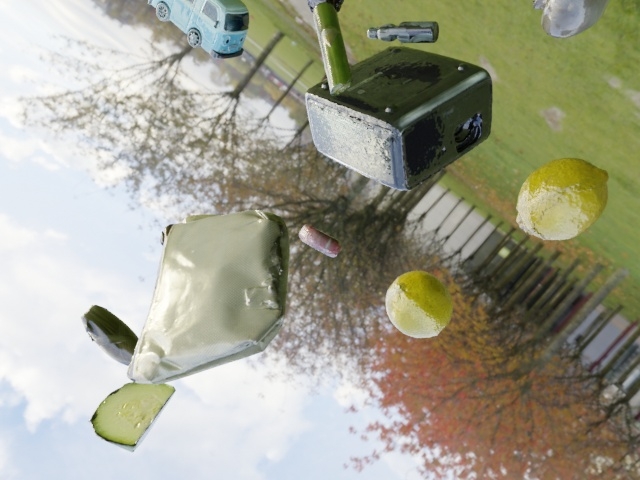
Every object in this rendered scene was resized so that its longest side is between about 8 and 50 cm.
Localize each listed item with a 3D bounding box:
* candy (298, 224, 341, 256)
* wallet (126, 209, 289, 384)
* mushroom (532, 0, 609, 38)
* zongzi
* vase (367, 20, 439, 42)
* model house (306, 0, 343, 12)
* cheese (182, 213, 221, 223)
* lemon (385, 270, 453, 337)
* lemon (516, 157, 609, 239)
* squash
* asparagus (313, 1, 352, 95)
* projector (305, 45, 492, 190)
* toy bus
[{"bbox_3d":[0.000,0.000,1.336,0.103,0.043,0.103,29,-177,-1],"label":"candy"},{"bbox_3d":[-0.177,0.074,0.948,0.068,0.275,0.335,55,-152,-43],"label":"wallet"},{"bbox_3d":[0.519,-0.513,1.164,0.141,0.188,0.117,22,177,7],"label":"mushroom"},{"bbox_3d":[-0.659,0.310,1.861,0.221,0.112,0.242,52,156,-23],"label":"zongzi"},{"bbox_3d":[0.233,-0.602,1.679,0.212,0.059,0.060,10,176,26],"label":"vase"},{"bbox_3d":[-0.010,-0.734,1.637,0.203,0.141,0.164,32,147,8],"label":"model house"},{"bbox_3d":[-0.247,0.008,1.531,0.263,0.159,0.093,2,162,9],"label":"cheese"},{"bbox_3d":[0.262,0.170,1.566,0.203,0.178,0.178,39,-172,-37],"label":"lemon"},{"bbox_3d":[0.622,-0.106,1.507,0.204,0.260,0.204,25,-137,-26],"label":"lemon"},{"bbox_3d":[-0.459,0.437,1.429,0.184,0.085,0.192,4,-144,27],"label":"squash"},{"bbox_3d":[0.030,-0.436,1.324,0.067,0.060,0.277,98,164,-62],"label":"asparagus"},{"bbox_3d":[0.220,-0.375,1.678,0.405,0.395,0.242,34,149,42],"label":"projector"},{"bbox_3d":[-0.319,-0.634,1.582,0.271,0.164,0.133,41,-143,11],"label":"toy bus"}]
